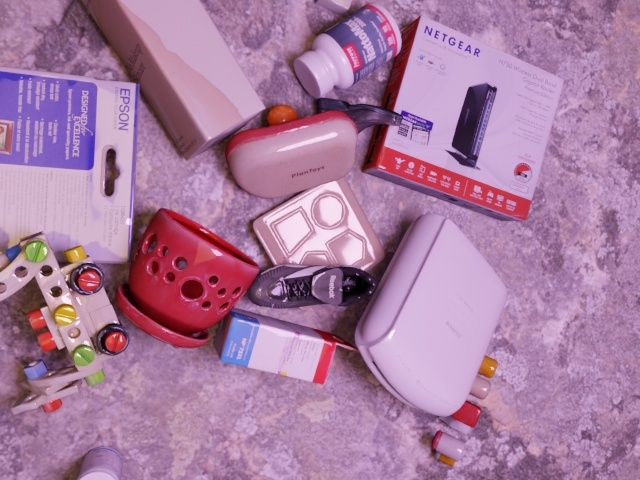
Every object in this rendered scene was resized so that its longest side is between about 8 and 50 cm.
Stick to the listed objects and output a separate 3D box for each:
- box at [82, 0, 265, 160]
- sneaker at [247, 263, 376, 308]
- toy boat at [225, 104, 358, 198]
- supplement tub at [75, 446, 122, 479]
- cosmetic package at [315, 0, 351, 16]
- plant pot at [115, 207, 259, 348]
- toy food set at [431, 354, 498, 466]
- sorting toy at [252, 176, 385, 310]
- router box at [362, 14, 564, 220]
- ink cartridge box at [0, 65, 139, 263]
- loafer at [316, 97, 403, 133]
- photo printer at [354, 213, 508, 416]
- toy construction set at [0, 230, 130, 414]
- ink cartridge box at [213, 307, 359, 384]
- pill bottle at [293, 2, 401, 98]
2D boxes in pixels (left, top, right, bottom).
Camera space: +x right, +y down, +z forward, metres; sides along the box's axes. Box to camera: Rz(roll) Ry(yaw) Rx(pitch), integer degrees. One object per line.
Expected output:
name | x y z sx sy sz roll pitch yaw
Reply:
box | -0.239 -0.303 0.887 0.121 0.148 0.311 -37 100 -26
sneaker | -0.006 0.078 0.953 0.235 0.106 0.078 -2 89 -20
toy boat | -0.057 -0.177 0.970 0.231 0.151 0.151 -17 62 -10
supplement tub | -0.364 0.391 0.901 0.071 0.107 0.070 -1 92 -16
cosmetic package | 0.040 -0.488 1.024 0.060 0.041 0.115 22 86 -16
plant pot | -0.223 0.065 0.895 0.191 0.191 0.174 33 92 -14
toy food set | 0.257 0.327 1.085 0.105 0.111 0.232 24 96 15
sorting toy | 0.000 0.000 1.034 0.208 0.038 0.193 -32 100 -17
router box | 0.282 -0.227 1.080 0.336 0.082 0.301 16 87 -16
ink cartridge box | -0.458 -0.116 0.882 0.307 0.072 0.303 3 90 -18
loafer | 0.069 -0.219 1.000 0.062 0.170 0.061 -10 112 -57
photo printer | 0.204 0.145 0.997 0.256 0.107 0.307 46 62 -26
toy construction set | -0.419 0.122 0.815 0.215 0.151 0.327 -24 121 -25
ink cartridge box | -0.062 0.187 0.967 0.231 0.134 0.077 17 87 -15
pill bottle | 0.047 -0.340 0.996 0.180 0.108 0.108 -37 101 -12
